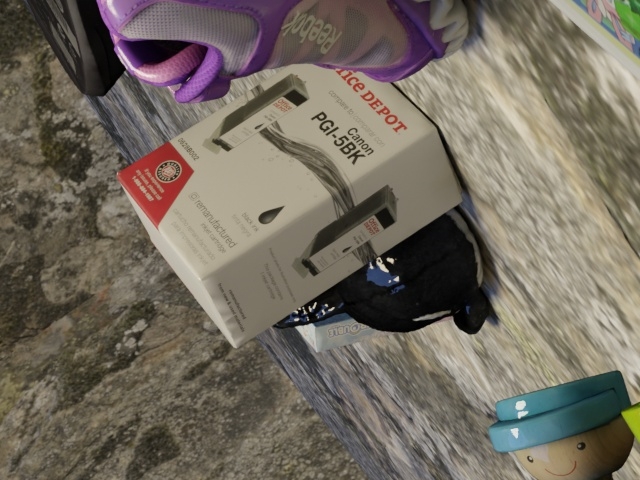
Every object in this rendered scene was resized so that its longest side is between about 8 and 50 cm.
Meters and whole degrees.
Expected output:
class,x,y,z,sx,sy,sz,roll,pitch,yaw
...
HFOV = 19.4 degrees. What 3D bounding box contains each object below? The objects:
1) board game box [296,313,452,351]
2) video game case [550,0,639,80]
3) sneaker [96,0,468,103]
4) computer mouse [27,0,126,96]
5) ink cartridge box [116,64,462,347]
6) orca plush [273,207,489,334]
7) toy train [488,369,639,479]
class,x,y,z,sx,sy,sz,roll,pitch,yaw
board game box,0.022,0.033,1.153,0.090,0.090,0.020,-135,37,-57
video game case,0.039,-0.145,0.372,0.329,0.036,0.300,49,171,36
sneaker,-0.022,-0.092,0.652,0.095,0.104,0.236,47,-174,16
computer mouse,-0.084,-0.132,0.775,0.184,0.060,0.262,55,165,30
ink cartridge box,-0.015,-0.027,0.911,0.099,0.135,0.056,48,168,43
orca plush,0.000,0.000,1.076,0.151,0.102,0.287,59,173,-30
toy train,0.153,0.108,0.660,0.248,0.105,0.143,-22,86,62
